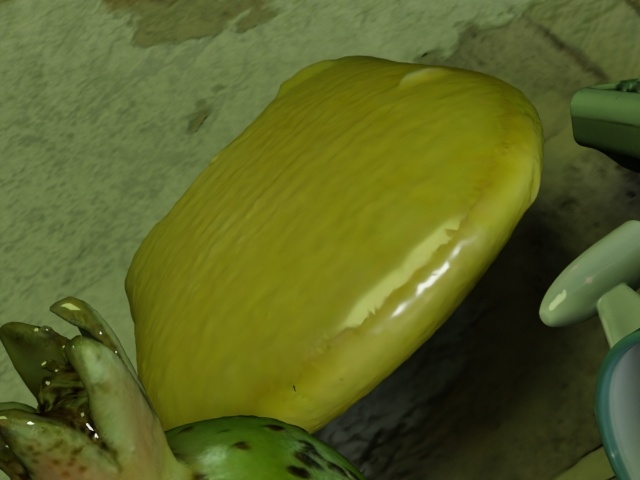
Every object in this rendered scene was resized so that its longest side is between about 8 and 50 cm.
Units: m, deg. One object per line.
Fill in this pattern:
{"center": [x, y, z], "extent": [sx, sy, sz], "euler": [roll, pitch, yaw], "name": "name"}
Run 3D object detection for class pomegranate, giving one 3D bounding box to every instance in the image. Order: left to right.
{"center": [-0.087, 0.182, 0.865], "extent": [0.231, 0.286, 0.231], "euler": [-40, 29, 29], "name": "pomegranate"}

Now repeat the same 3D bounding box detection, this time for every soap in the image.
{"center": [0.002, 0.002, 1.122], "extent": [0.306, 0.115, 0.427], "euler": [-39, 16, 1], "name": "soap"}

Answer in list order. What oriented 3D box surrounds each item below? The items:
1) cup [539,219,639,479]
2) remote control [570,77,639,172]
{"center": [0.247, 0.071, 0.838], "extent": [0.173, 0.167, 0.300], "euler": [-32, 47, -27], "name": "cup"}
{"center": [0.239, -0.058, 0.950], "extent": [0.128, 0.065, 0.335], "euler": [-10, 8, -7], "name": "remote control"}
